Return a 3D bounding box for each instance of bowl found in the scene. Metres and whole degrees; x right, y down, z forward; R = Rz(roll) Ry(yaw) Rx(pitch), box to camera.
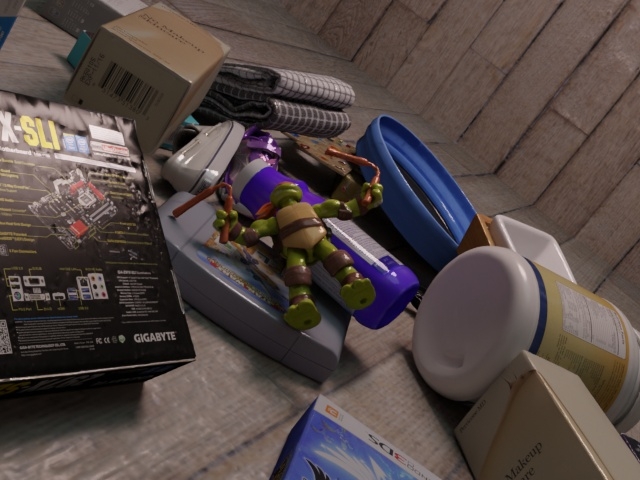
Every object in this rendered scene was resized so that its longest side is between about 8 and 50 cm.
[{"bbox_3d":[0.214,-0.081,1.857,0.391,0.077,0.391,44,22,-23],"label":"bowl"}]

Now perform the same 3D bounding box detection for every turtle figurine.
[{"bbox_3d":[-0.033,0.003,1.114,0.269,0.087,0.217,-12,53,-13],"label":"turtle figurine"}]

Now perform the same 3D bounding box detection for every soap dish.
[{"bbox_3d":[0.378,0.107,1.649,0.228,0.118,0.291,17,45,-43],"label":"soap dish"}]

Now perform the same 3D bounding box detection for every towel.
[{"bbox_3d":[-0.112,-0.259,1.668,0.283,0.121,0.235,15,11,37],"label":"towel"}]

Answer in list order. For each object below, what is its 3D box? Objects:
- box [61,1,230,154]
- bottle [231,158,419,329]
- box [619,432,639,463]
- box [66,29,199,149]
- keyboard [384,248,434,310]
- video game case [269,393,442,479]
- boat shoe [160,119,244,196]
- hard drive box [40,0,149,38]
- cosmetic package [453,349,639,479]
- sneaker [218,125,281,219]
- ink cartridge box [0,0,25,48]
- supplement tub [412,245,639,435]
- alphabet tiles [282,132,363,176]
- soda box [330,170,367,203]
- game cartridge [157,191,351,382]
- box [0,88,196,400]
[{"bbox_3d":[-0.241,-0.245,1.321,0.148,0.121,0.311,31,20,-8],"label":"box"},{"bbox_3d":[0.000,0.000,1.224,0.283,0.092,0.118,40,14,15],"label":"bottle"},{"bbox_3d":[0.390,0.365,1.089,0.108,0.153,0.207,29,19,-20],"label":"box"},{"bbox_3d":[-0.309,-0.245,1.491,0.244,0.060,0.100,47,21,29],"label":"box"},{"bbox_3d":[0.104,0.046,1.561,0.317,0.033,0.201,31,13,-13],"label":"keyboard"},{"bbox_3d":[0.060,0.286,0.842,0.244,0.061,0.269,35,18,-1],"label":"video game case"},{"bbox_3d":[-0.187,-0.137,1.403,0.088,0.096,0.268,36,27,-11],"label":"boat shoe"},{"bbox_3d":[-0.384,-0.411,1.719,0.232,0.089,0.181,32,19,-10],"label":"hard drive box"},{"bbox_3d":[0.289,0.293,1.079,0.113,0.160,0.309,26,19,-25],"label":"cosmetic package"},{"bbox_3d":[-0.104,-0.113,1.464,0.095,0.105,0.236,28,21,-26],"label":"sneaker"},{"bbox_3d":[-0.531,-0.397,1.291,0.232,0.171,0.168,27,20,-23],"label":"ink cartridge box"},{"bbox_3d":[0.318,0.162,1.338,0.316,0.228,0.228,25,21,-30],"label":"supplement tub"},{"bbox_3d":[0.026,-0.180,1.841,0.198,0.009,0.237,32,19,6],"label":"alphabet tiles"},{"bbox_3d":[0.064,-0.117,1.844,0.061,0.058,0.181,34,18,-7],"label":"soda box"},{"bbox_3d":[-0.094,0.054,1.154,0.297,0.062,0.198,35,14,-4],"label":"game cartridge"},{"bbox_3d":[-0.260,0.002,0.767,0.322,0.079,0.257,3,65,-58],"label":"box"}]
